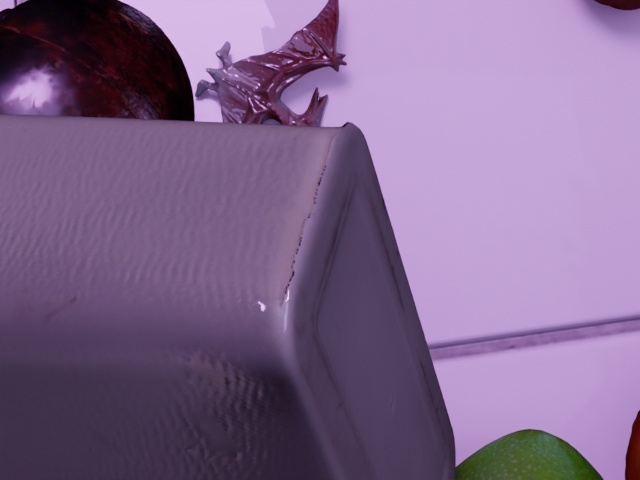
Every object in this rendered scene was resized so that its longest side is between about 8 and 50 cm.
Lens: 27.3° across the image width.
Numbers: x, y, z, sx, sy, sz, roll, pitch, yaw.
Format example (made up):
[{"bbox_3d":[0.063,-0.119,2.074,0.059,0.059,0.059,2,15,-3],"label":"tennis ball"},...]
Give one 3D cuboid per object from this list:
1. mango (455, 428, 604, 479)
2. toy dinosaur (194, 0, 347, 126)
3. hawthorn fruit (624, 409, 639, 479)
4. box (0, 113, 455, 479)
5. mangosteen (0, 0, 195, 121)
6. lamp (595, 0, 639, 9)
[{"bbox_3d":[0.081,0.303,0.870,0.225,0.201,0.381,25,77,10],"label":"mango"},{"bbox_3d":[-0.043,-0.103,1.016,0.108,0.032,0.220,29,90,-1],"label":"toy dinosaur"},{"bbox_3d":[0.344,0.151,0.843,0.287,0.330,0.287,-2,72,6],"label":"hawthorn fruit"},{"bbox_3d":[-0.122,0.087,0.768,0.344,0.352,0.177,0,49,19],"label":"box"},{"bbox_3d":[-0.182,-0.058,0.917,0.216,0.216,0.216,0,81,-2],"label":"mangosteen"},{"bbox_3d":[0.233,-0.228,1.019,0.101,0.090,0.101,11,72,-35],"label":"lamp"}]
